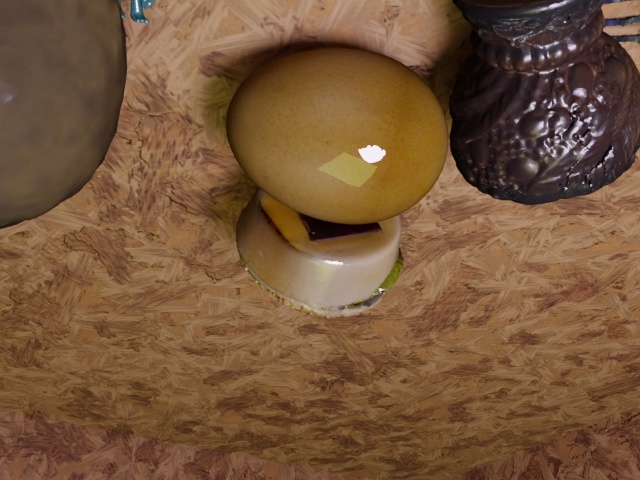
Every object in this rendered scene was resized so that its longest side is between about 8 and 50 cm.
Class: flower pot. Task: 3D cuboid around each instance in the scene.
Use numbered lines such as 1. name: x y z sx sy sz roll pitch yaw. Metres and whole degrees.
1. flower pot: 0.287 -0.229 0.814 0.267 0.266 0.267 -12 130 13

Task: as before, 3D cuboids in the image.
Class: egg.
1. egg: 0.024 -0.152 0.890 0.323 0.250 0.250 12 141 -6

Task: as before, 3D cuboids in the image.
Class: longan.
1. longan: -0.422 -0.200 0.680 0.404 0.404 0.436 13 137 -19

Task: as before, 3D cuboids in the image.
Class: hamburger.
1. hamburger: 0.000 0.000 1.063 0.302 0.302 0.170 7 134 -12

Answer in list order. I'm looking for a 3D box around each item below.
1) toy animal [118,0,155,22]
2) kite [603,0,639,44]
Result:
1. toy animal: -0.228 -0.370 0.731 0.103 0.100 0.208 -15 137 -20
2. kite: 0.485 -0.322 0.884 0.245 0.015 0.141 -4 140 0
